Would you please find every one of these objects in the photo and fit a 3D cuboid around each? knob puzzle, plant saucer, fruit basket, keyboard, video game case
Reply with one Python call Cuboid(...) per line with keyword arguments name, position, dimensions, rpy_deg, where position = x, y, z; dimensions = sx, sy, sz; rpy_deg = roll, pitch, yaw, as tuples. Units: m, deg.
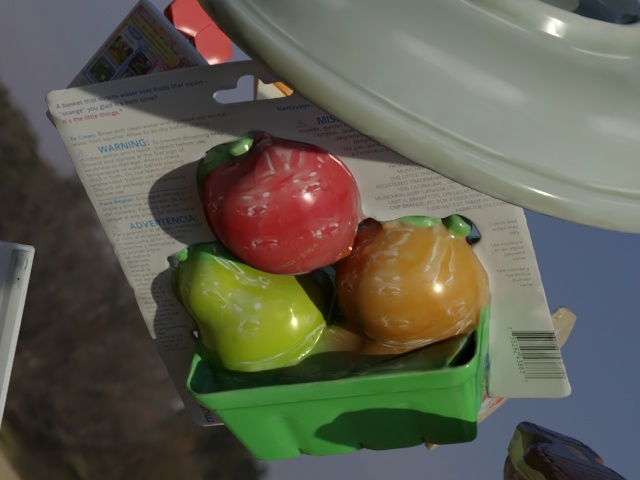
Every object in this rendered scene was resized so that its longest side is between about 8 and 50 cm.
Cuboid(name="knob puzzle", position=(0.200, 0.130, 1.939), dimensions=(0.030, 0.213, 0.213), rpy_deg=(46, -11, 17))
Cuboid(name="plant saucer", position=(0.108, -0.152, 1.229), dimensions=(0.400, 0.100, 0.400), rpy_deg=(22, 24, -10))
Cuboid(name="fruit basket", position=(0.000, 0.000, 1.395), dimensions=(0.165, 0.327, 0.353), rpy_deg=(-72, 150, -54))
Cuboid(name="keyboard", position=(-0.375, 0.126, 2.022), dimensions=(0.072, 0.256, 0.014), rpy_deg=(8, -8, 11))
Cuboid(name="video game case", position=(-0.167, -0.126, 1.626), dimensions=(0.019, 0.143, 0.157), rpy_deg=(35, 9, -44))

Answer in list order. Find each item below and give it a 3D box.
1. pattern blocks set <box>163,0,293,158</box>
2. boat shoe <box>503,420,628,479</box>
Cuboid(name="pattern blocks set", position=(0.007, -0.123, 1.828), dimensions=(0.026, 0.325, 0.285), rpy_deg=(-20, -104, 61))
Cuboid(name="boat shoe", position=(0.180, 0.208, 1.386), dimensions=(0.095, 0.095, 0.257), rpy_deg=(22, 3, 3))
